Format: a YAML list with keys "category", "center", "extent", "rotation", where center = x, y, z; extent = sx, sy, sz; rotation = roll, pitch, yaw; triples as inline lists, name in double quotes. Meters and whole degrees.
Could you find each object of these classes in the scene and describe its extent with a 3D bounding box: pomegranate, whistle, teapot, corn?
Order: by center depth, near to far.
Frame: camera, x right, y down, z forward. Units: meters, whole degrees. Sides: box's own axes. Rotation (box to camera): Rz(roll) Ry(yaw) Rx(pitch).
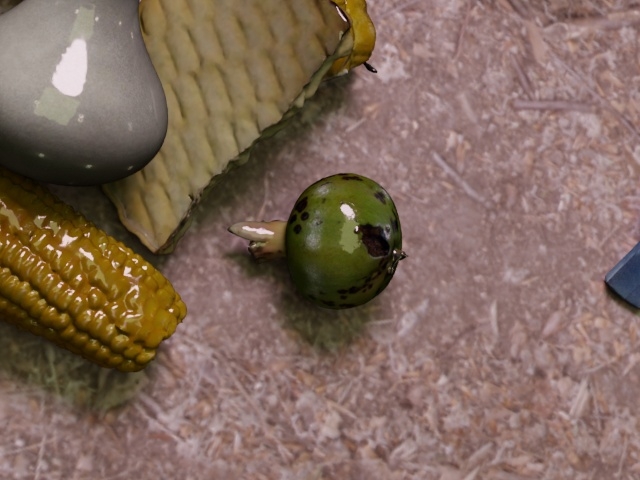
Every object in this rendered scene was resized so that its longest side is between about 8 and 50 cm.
- category: "teapot"
  center: [-0.183, -0.174, 1.034]
  extent: [0.183, 0.183, 0.251]
  rotation: [19, 113, -12]
- category: "corn"
  center: [-0.276, -0.012, 1.080]
  extent: [0.363, 0.120, 0.120]
  rotation: [32, 73, -9]
- category: "pomegranate"
  center: [0.000, 0.000, 1.166]
  extent: [0.161, 0.122, 0.122]
  rotation: [2, 78, 11]
- category: "whistle"
  center: [0.344, -0.013, 1.288]
  extent: [0.090, 0.090, 0.158]
  rotation: [39, 111, -6]

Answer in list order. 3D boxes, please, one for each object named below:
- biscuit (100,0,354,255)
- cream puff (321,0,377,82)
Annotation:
- category: "biscuit"
  center: [-0.103, -0.138, 1.133]
  extent: [0.273, 0.036, 0.187]
  rotation: [-45, 70, 17]
- category: "cream puff"
  center: [-0.029, -0.196, 1.183]
  extent: [0.156, 0.121, 0.156]
  rotation: [2, 79, -9]
